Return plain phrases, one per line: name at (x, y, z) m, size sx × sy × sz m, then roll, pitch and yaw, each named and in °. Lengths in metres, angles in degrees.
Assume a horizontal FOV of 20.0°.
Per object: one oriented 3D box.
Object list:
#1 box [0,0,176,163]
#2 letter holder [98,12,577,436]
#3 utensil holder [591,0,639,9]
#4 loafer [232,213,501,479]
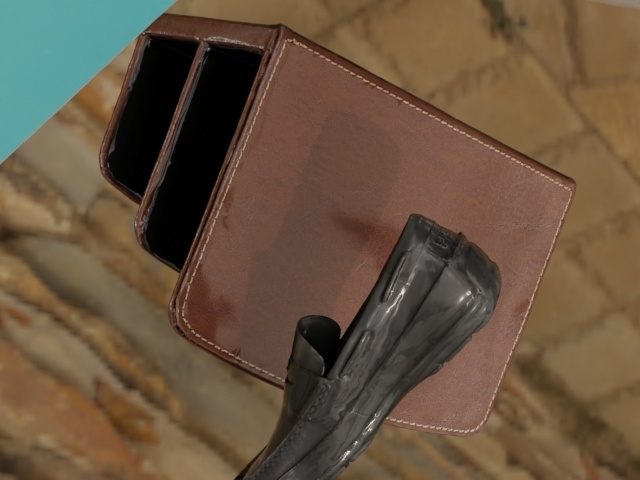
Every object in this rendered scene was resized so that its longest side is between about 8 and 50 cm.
box at (-0.079, -0.119, 0.606) m, size 0.060 × 0.100 × 0.244 m, roll 28°, pitch 128°, yaw -34°
letter holder at (0.000, 0.000, 1.257) m, size 0.302 × 0.214 × 0.152 m, roll 23°, pitch 174°, yaw -40°
utensil holder at (0.161, -0.285, 0.962) m, size 0.328 × 0.327 × 0.385 m, roll -36°, pitch 158°, yaw 34°
loafer at (0.013, 0.076, 1.069) m, size 0.078 × 0.076 × 0.223 m, roll 39°, pitch 110°, yaw -6°
